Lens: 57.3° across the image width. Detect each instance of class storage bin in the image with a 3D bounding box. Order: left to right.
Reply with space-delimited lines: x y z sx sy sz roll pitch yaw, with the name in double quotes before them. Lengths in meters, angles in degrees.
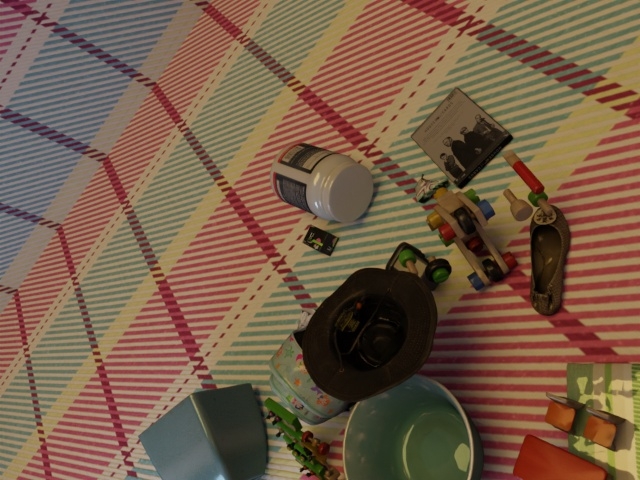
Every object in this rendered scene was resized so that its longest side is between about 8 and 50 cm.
"storage bin" 0.231 0.076 1.415 0.091 0.135 0.098 35 96 36

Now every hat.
"hat" 0.123 0.215 1.234 0.331 0.134 0.331 -27 39 25

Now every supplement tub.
"supplement tub" 0.000 -0.168 1.687 0.272 0.191 0.191 26 90 46

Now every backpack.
"backpack" -0.006 0.317 1.393 0.225 0.253 0.191 43 96 17

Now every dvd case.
"dvd case" 0.358 -0.269 1.520 0.179 0.029 0.238 -46 46 17

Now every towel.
"towel" 0.600 0.340 1.021 0.325 0.038 0.247 -10 65 41

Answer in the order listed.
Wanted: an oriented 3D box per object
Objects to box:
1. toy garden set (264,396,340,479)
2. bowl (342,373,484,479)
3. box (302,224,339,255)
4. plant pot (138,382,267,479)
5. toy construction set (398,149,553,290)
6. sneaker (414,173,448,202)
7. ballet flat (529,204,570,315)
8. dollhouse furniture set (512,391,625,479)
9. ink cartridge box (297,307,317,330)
"toy garden set" -0.037 0.507 1.389 0.049 0.244 0.204 -40 37 -27
"bowl" 0.214 0.447 1.233 0.311 0.163 0.311 -19 60 35
"box" 0.000 0.000 1.711 0.083 0.052 0.062 26 90 47
"plant pot" -0.293 0.572 1.598 0.247 0.248 0.252 -40 65 22
"toy construction set" 0.334 -0.070 1.300 0.309 0.257 0.237 -51 37 27
"sneaker" 0.283 -0.150 1.528 0.098 0.038 0.069 -34 52 26
"ballet flat" 0.480 0.036 1.249 0.084 0.058 0.249 -4 69 41
"dollhouse furniture set" 0.455 0.420 0.994 0.259 0.135 0.262 14 82 46
"ink cartridge box" 0.012 0.294 1.573 0.208 0.045 0.206 2 73 41
